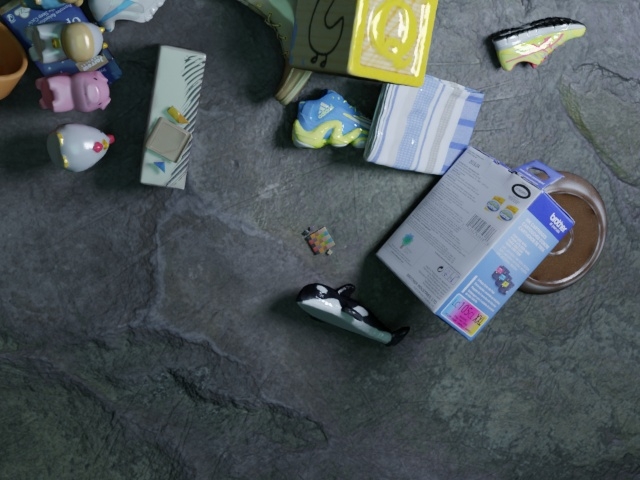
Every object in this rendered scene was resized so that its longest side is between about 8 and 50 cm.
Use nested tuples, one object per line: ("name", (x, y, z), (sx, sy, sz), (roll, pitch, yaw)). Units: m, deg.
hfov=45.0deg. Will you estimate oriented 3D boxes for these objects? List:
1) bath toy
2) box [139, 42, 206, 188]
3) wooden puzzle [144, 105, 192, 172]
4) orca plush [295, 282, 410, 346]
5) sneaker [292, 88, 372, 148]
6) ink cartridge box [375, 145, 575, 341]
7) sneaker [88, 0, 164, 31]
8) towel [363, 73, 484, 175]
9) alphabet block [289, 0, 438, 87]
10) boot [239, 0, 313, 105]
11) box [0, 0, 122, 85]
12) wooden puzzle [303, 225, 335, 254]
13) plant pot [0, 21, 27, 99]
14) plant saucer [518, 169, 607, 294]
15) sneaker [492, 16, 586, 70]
("bath toy", (-0.461, -0.303, 1.468), (0.129, 0.151, 0.349), (-20, 119, -38))
("box", (-0.301, -0.251, 1.557), (0.094, 0.113, 0.275), (8, 106, -15))
("wooden puzzle", (-0.297, -0.197, 1.510), (0.078, 0.014, 0.116), (36, 96, -16))
("orca plush", (0.078, 0.147, 1.762), (0.287, 0.151, 0.102), (21, 70, -14))
("sneaker", (0.057, -0.260, 1.640), (0.240, 0.091, 0.126), (-4, 101, -16))
("ink cartridge box", (0.345, -0.024, 1.664), (0.151, 0.270, 0.395), (34, 98, -36))
("sneaker", (-0.336, -0.481, 1.501), (0.228, 0.087, 0.092), (-19, 116, 2))
("towel", (0.226, -0.247, 1.654), (0.284, 0.034, 0.209), (6, 107, -38))
("alphabet block", (0.080, -0.402, 1.465), (0.193, 0.197, 0.193), (-1, 104, -37))
("boot", (-0.087, -0.426, 1.553), (0.203, 0.095, 0.262), (26, 93, -19))
("box", (-0.505, -0.387, 1.514), (0.136, 0.036, 0.225), (-32, 111, -1))
("wooden puzzle", (0.000, 0.000, 1.749), (0.049, 0.006, 0.083), (-31, 110, -2))
("plant pot", (-0.707, -0.305, 1.382), (0.290, 0.291, 0.203), (31, 114, -18))
("plant saucer", (0.553, -0.010, 1.840), (0.310, 0.050, 0.311), (-3, 106, -10))
("sneaker", (0.479, -0.428, 1.690), (0.208, 0.081, 0.094), (-14, 116, 0))
